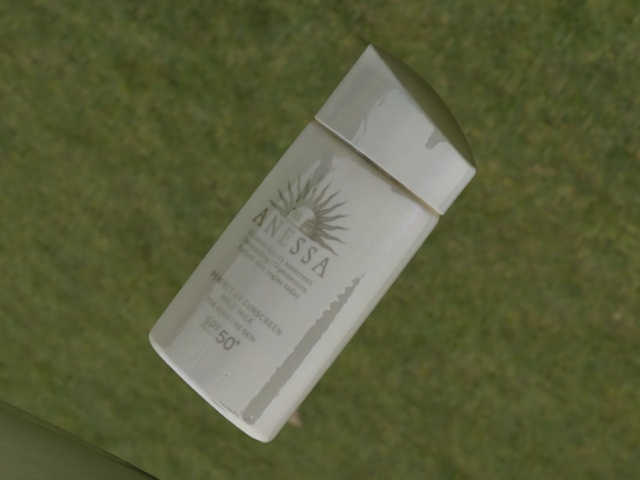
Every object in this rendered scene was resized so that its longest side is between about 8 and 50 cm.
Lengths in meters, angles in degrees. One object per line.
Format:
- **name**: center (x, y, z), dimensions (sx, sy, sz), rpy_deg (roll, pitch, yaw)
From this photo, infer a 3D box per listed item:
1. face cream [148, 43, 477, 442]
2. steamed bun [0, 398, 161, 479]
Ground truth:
- **face cream**: center (0.000, 0.000, 1.609), dimensions (0.173, 0.348, 0.081), rpy_deg (40, -176, 34)
- **steamed bun**: center (-0.158, 0.306, 0.695), dimensions (0.371, 0.290, 0.456), rpy_deg (23, 110, 38)
